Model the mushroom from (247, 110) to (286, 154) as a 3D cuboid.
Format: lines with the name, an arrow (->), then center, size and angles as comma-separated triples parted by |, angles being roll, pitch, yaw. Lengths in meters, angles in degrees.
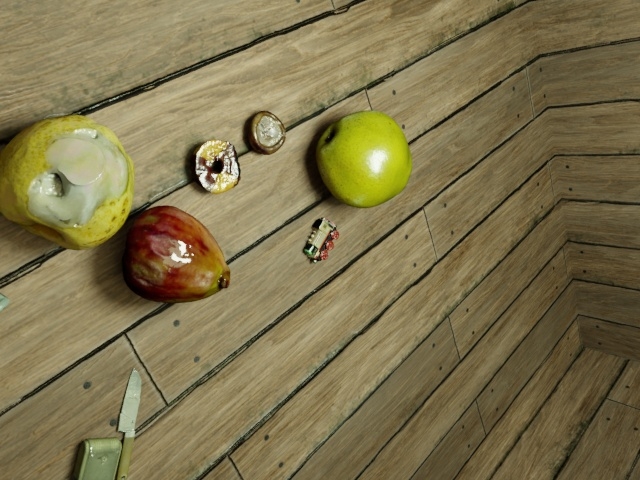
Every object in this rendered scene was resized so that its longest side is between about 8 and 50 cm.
mushroom -> -0.152, -0.297, 1.383 | 0.123, 0.052, 0.123 | 0, 90, -44

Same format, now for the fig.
fig -> -0.346, 0.045, 1.177 | 0.263, 0.224, 0.224 | 46, 68, -39

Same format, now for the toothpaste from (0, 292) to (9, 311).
toothpaste -> -0.765, 0.026, 0.918 | 0.098, 0.061, 0.392 | -50, 127, -23

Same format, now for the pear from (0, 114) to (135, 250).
pear -> -0.504, -0.119, 1.011 | 0.271, 0.271, 0.271 | -7, 101, -39

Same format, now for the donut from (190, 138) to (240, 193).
donut -> -0.272, -0.191, 1.294 | 0.140, 0.059, 0.140 | -8, 103, -39

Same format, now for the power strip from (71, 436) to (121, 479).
power strip -> -0.564, 0.661, 1.183 | 0.092, 0.066, 0.387 | 17, 83, -42

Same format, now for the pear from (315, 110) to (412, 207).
pear -> 0.128, -0.242, 1.483 | 0.294, 0.294, 0.294 | -7, 101, -39

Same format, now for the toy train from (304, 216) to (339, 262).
toy train -> 0.000, 0.000, 1.558 | 0.087, 0.050, 0.138 | 38, 74, -32

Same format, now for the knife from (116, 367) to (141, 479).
knife -> -0.483, 0.466, 1.247 | 0.047, 0.017, 0.297 | 10, 91, -34
